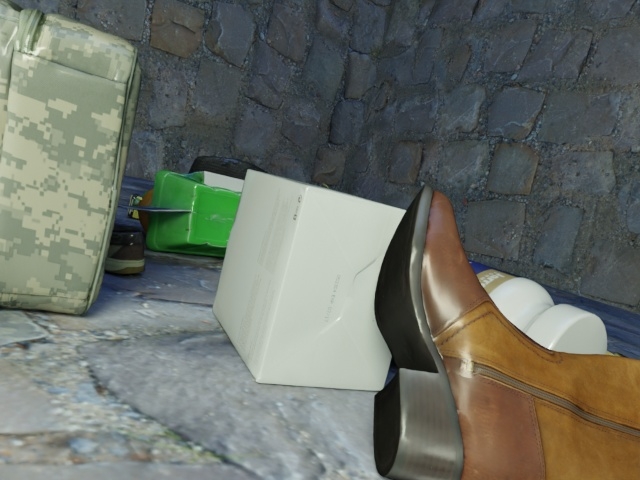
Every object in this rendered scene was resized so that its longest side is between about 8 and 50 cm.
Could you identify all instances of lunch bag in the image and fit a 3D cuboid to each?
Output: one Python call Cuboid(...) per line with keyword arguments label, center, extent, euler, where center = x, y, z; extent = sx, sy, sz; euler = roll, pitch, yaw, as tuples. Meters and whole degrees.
Cuboid(label="lunch bag", center=(-0.337, -0.098, 0.510), extent=(0.256, 0.305, 0.212), euler=(9, 20, -30))

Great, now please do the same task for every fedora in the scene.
Cuboid(label="fedora", center=(-0.246, -0.146, 1.431), extent=(0.334, 0.152, 0.334), euler=(13, 1, 0))

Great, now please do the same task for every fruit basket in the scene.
Cuboid(label="fruit basket", center=(-0.276, -0.064, 1.080), extent=(0.327, 0.165, 0.353), euler=(9, 5, -43))

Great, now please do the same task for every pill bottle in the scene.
Cuboid(label="pill bottle", center=(0.185, 0.104, 0.632), extent=(0.153, 0.153, 0.264), euler=(10, 7, -37))

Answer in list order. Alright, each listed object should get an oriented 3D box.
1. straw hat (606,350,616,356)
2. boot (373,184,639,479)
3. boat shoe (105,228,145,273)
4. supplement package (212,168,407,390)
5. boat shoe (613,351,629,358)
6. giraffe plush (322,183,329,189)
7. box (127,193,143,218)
Cuboid(label="straw hat", center=(0.366, 0.194, 0.674), extent=(0.144, 0.061, 0.144), euler=(21, 20, -8))
Cuboid(label="boot", center=(0.192, 0.088, 0.443), extent=(0.280, 0.096, 0.264), euler=(12, 51, -9))
Cuboid(label="boat shoe", center=(-0.358, -0.011, 0.780), extent=(0.223, 0.073, 0.080), euler=(16, 6, 16))
Cuboid(label="supplement package", center=(-0.013, 0.035, 0.596), extent=(0.149, 0.194, 0.203), euler=(12, 7, -26))
Cuboid(label="boat shoe", center=(0.499, 0.227, 0.815), extent=(0.056, 0.048, 0.153), euler=(26, 12, -4))
Cuboid(label="giraffe plush", center=(0.000, 0.000, 1.205), extent=(0.210, 0.170, 0.181), euler=(52, -8, -21))
Cuboid(label="box", center=(-0.372, -0.065, 1.345), extent=(0.232, 0.058, 0.087), euler=(14, 4, -11))
